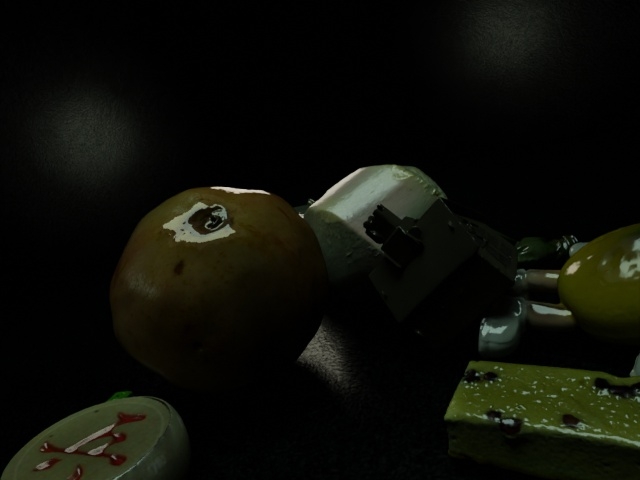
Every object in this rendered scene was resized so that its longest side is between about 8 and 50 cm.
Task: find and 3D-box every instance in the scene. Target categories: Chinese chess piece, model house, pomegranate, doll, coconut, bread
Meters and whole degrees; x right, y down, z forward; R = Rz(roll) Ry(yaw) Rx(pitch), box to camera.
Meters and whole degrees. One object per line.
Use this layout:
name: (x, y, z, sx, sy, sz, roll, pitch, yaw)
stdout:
Chinese chess piece: (-0.310, 0.326, 0.686, 0.250, 0.102, 0.249, -12, 14, 3)
model house: (0.192, 0.018, 0.879, 0.211, 0.243, 0.204, -53, -2, 31)
pomegranate: (-0.188, 0.100, 0.933, 0.412, 0.410, 0.411, -14, 14, 4)
doll: (0.446, 0.087, 0.752, 0.348, 0.161, 0.423, -46, 26, -23)
coconut: (0.113, -0.001, 1.079, 0.310, 0.297, 0.298, -40, 22, -18)
bread: (0.329, 0.206, 0.536, 0.362, 0.077, 0.138, -4, 19, 36)

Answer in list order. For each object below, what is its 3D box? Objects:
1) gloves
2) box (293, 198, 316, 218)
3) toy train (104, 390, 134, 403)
gloves: (0.429, 0.031, 1.064, 0.269, 0.107, 0.135, 4, 24, 3)
box: (0.000, 0.000, 1.398, 0.166, 0.220, 0.290, -3, 12, -11)
toy train: (-0.402, 0.338, 0.848, 0.044, 0.042, 0.209, -12, 14, 16)
